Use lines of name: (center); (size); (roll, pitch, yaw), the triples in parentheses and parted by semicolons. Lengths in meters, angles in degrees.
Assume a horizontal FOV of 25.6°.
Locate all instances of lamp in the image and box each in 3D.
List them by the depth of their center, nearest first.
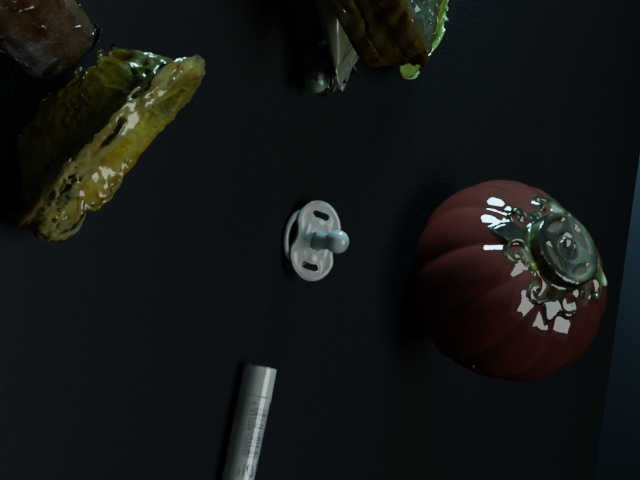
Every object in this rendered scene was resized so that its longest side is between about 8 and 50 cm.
lamp: (0.275, 0.058, 2.054); (0.303, 0.257, 0.303); (18, 56, -29)

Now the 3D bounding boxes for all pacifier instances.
pacifier: (0.000, 0.000, 1.693); (0.081, 0.078, 0.099); (19, 80, -42)

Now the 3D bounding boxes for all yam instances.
yam: (-0.244, -0.192, 1.135); (0.141, 0.079, 0.079); (53, 51, -55)

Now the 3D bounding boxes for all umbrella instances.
umbrella: (0.016, -0.219, 1.678); (0.143, 0.062, 0.067); (-58, 165, -48)

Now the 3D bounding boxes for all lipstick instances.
lipstick: (-0.083, 0.214, 1.627); (0.040, 0.040, 0.141); (23, 76, -63)

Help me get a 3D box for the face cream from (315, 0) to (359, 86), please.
face cream: (0.010, -0.355, 1.578); (0.137, 0.084, 0.341); (-61, 145, -49)

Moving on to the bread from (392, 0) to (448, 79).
bread: (0.140, -0.354, 1.833); (0.301, 0.045, 0.301); (17, 90, -75)

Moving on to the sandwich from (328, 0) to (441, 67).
sandwich: (0.075, -0.382, 1.499); (0.271, 0.099, 0.301); (58, 43, -52)

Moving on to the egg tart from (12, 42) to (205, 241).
egg tart: (-0.191, -0.094, 1.202); (0.212, 0.090, 0.212); (-47, -175, 5)
